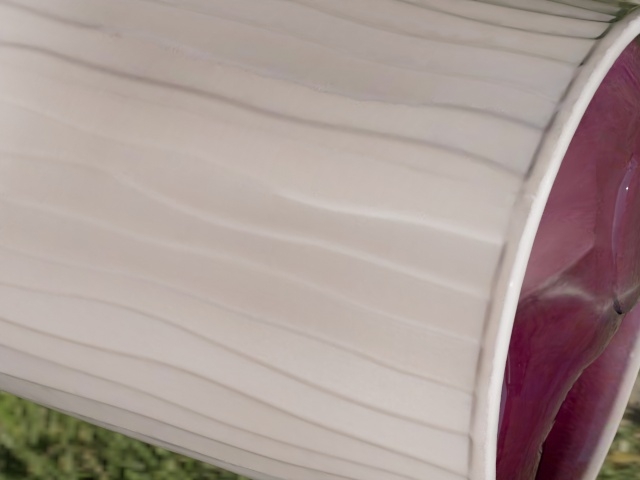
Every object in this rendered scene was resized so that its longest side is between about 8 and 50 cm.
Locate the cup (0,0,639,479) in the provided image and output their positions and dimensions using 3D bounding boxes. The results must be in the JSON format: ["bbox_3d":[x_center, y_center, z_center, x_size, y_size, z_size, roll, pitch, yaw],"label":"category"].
[{"bbox_3d":[0.003,-0.018,0.754,0.273,0.288,0.208,15,107,21],"label":"cup"}]
